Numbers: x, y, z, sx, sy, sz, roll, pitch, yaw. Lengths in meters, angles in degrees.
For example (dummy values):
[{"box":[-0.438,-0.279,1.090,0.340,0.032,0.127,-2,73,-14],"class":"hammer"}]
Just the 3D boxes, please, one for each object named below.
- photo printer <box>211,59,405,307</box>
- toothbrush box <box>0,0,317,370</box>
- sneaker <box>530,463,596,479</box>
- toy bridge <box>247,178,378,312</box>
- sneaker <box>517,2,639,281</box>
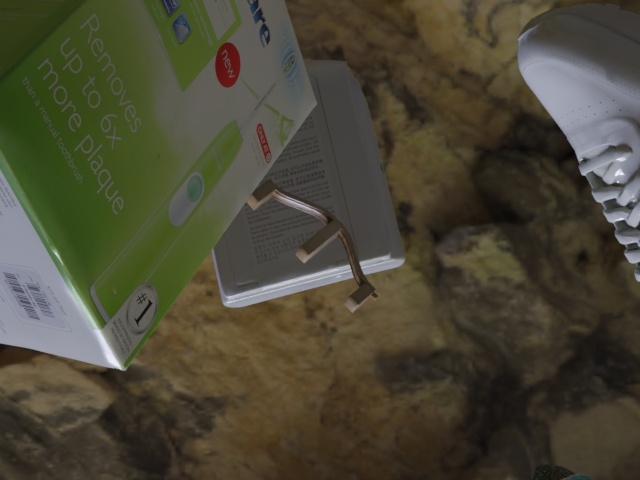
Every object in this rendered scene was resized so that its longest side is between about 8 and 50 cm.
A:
[{"box":[-0.042,-0.086,1.465,0.107,0.256,0.307,36,-141,-76],"class":"photo printer"},{"box":[-0.136,-0.092,0.710,0.283,0.122,0.206,-58,-37,-39],"class":"toothbrush box"},{"box":[0.156,0.244,0.834,0.065,0.076,0.166,35,-88,-14],"class":"sneaker"},{"box":[0.000,0.000,1.253,0.188,0.026,0.063,46,-119,9],"class":"toy bridge"},{"box":[0.183,-0.021,0.541,0.235,0.090,0.095,40,-100,-4],"class":"sneaker"}]
